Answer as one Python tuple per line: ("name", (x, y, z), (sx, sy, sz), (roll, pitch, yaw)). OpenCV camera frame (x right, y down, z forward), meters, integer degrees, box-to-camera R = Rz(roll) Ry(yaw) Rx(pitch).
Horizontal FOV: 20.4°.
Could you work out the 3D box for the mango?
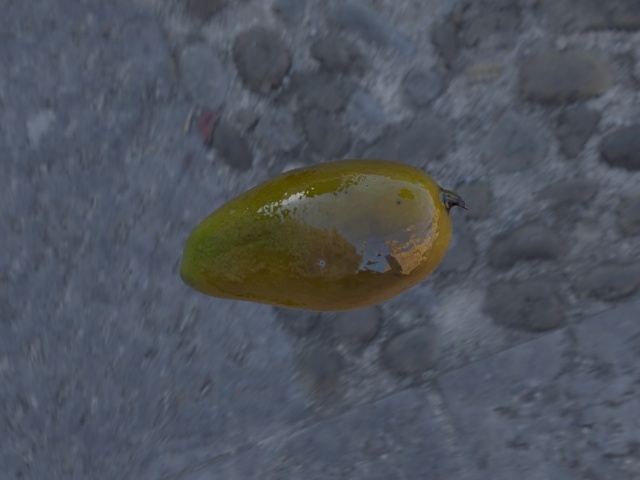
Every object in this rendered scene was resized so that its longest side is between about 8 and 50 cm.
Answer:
("mango", (0.000, 0.000, 1.097), (0.188, 0.101, 0.066), (-9, 38, 10))
